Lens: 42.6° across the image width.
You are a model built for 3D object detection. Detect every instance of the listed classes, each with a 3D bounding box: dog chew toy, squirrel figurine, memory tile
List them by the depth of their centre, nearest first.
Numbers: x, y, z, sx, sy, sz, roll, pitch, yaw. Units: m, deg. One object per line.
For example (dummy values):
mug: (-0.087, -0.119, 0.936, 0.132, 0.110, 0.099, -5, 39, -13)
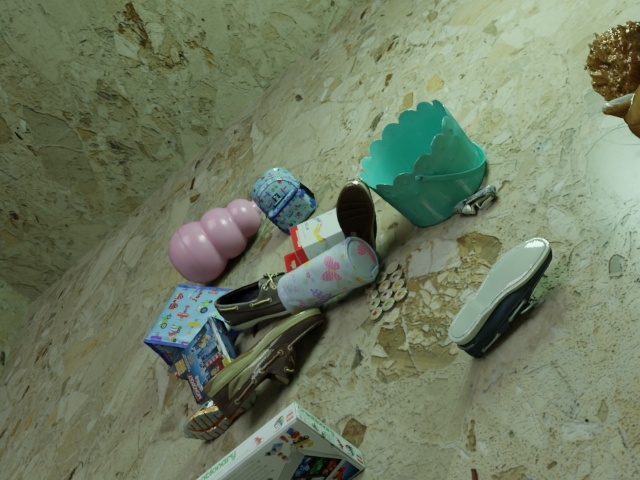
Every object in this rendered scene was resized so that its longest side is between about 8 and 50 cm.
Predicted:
squirrel figurine: (0.666, -0.324, 1.497, 0.371, 0.281, 0.397, -61, 11, -3)
memory tile: (0.151, 0.117, 1.912, 0.113, 0.012, 0.148, -40, 26, 17)
dog chew toy: (-0.333, -0.011, 2.684, 0.331, 0.207, 0.207, -37, 25, 3)

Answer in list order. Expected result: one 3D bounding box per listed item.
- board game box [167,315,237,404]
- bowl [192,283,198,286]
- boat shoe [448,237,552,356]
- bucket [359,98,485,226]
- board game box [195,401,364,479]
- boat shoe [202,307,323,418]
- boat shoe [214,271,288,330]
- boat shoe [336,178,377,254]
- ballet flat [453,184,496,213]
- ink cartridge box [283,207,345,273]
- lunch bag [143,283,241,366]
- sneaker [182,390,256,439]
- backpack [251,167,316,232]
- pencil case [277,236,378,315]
board game box: (-0.315, 0.342, 2.225, 0.194, 0.060, 0.194, -40, 53, 15)
bowl: (-0.425, 0.221, 2.651, 0.142, 0.053, 0.142, -46, 25, 6)
boat shoe: (0.347, 0.109, 1.527, 0.254, 0.079, 0.095, -52, 27, -2)
bucket: (0.251, -0.181, 1.982, 0.281, 0.183, 0.281, -37, 28, 23)
board game box: (-0.091, 0.462, 1.590, 0.305, 0.193, 0.053, -40, 26, 16)
boat shoe: (-0.114, 0.297, 1.980, 0.342, 0.123, 0.123, -36, -10, -18)
boat shoe: (-0.142, 0.143, 2.217, 0.324, 0.097, 0.117, -24, 33, 27)
boat shoe: (0.093, -0.057, 2.001, 0.095, 0.258, 0.095, 7, 43, 13)
ballet flat: (0.349, -0.083, 1.853, 0.114, 0.041, 0.041, -34, 28, 30)
ink cartridge box: (0.000, 0.000, 2.166, 0.231, 0.078, 0.134, -24, 28, 3)
lunch bag: (-0.336, 0.246, 2.406, 0.293, 0.138, 0.221, -6, 45, 40)
sneaker: (-0.252, 0.420, 2.056, 0.214, 0.084, 0.083, -34, 26, 5)
backpack: (-0.119, -0.129, 2.516, 0.158, 0.173, 0.117, -43, 25, 9)
pencil case: (0.016, 0.093, 2.017, 0.273, 0.124, 0.113, -32, -5, 39)
